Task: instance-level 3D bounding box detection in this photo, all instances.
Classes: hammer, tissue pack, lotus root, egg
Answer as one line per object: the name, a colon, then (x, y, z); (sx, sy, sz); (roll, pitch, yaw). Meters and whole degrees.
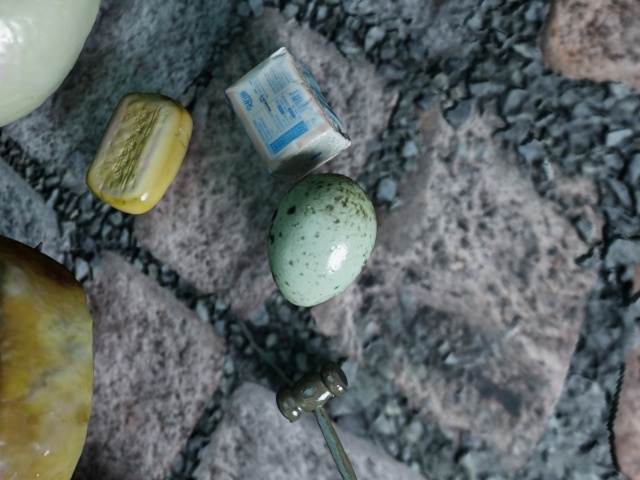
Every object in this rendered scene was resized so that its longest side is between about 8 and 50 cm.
hammer: (0.050, 0.234, 0.417); (0.058, 0.029, 0.292); (-31, 70, 10)
tissue pack: (-0.028, -0.106, 0.490); (0.074, 0.058, 0.095); (-32, 73, 13)
lotus root: (-0.356, 0.174, 0.485); (0.390, 0.111, 0.375); (-31, 63, 17)
egg: (0.000, 0.000, 0.451); (0.085, 0.085, 0.110); (16, 93, 19)

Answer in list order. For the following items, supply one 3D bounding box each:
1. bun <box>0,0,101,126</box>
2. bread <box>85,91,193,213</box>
bun: (-0.401, -0.281, 0.549); (0.360, 0.213, 0.362); (-1, 86, 21)
bread: (-0.165, -0.080, 0.532); (0.082, 0.056, 0.115); (13, 79, 18)
